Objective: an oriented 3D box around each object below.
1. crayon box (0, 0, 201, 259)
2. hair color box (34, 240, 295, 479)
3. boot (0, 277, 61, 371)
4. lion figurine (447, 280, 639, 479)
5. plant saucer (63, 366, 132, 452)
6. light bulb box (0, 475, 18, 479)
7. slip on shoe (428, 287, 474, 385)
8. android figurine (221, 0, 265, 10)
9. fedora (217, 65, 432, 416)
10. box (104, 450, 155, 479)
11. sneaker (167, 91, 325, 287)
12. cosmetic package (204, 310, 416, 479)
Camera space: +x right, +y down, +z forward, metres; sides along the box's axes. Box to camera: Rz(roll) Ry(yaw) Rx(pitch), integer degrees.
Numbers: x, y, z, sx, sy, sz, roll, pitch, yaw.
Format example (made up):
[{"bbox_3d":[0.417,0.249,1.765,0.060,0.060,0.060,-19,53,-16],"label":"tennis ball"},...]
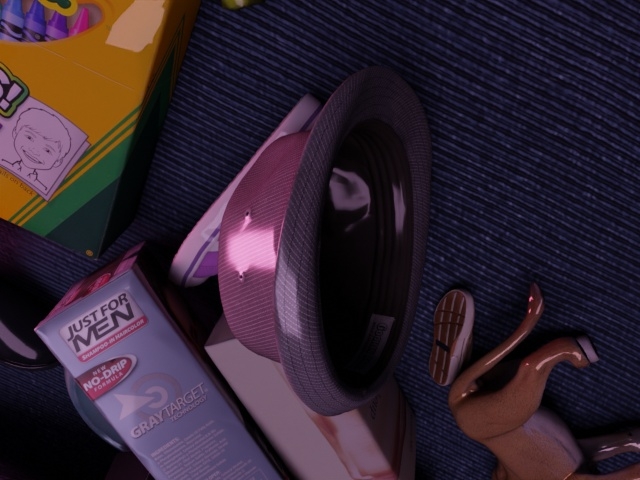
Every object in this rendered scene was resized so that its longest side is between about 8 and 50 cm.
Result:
[{"bbox_3d":[-0.343,-0.192,0.534,0.363,0.106,0.313,25,122,-6],"label":"crayon box"},{"bbox_3d":[-0.161,0.195,0.641,0.114,0.185,0.374,-33,106,-8],"label":"hair color box"},{"bbox_3d":[-0.443,0.066,0.678,0.247,0.094,0.207,32,147,0],"label":"boot"},{"bbox_3d":[0.259,0.247,0.648,0.240,0.142,0.392,-30,101,25],"label":"lion figurine"},{"bbox_3d":[-0.259,0.249,0.811,0.318,0.043,0.317,6,121,10],"label":"plant saucer"},{"bbox_3d":[-0.529,0.529,0.828,0.359,0.225,0.361,10,160,7],"label":"light bulb box"},{"bbox_3d":[0.168,0.117,0.642,0.041,0.051,0.135,-9,115,-28],"label":"slip on shoe"},{"bbox_3d":[-0.053,-0.340,0.422,0.249,0.056,0.272,-4,118,15],"label":"android figurine"},{"bbox_3d":[0.000,0.000,0.450,0.125,0.244,0.275,5,91,30],"label":"fedora"},{"bbox_3d":[-0.239,0.476,0.822,0.103,0.184,0.261,-18,125,23],"label":"box"},{"bbox_3d":[-0.046,-0.006,0.586,0.161,0.102,0.282,40,120,-14],"label":"sneaker"},{"bbox_3d":[0.005,0.181,0.649,0.129,0.153,0.296,-19,114,20],"label":"cosmetic package"}]
